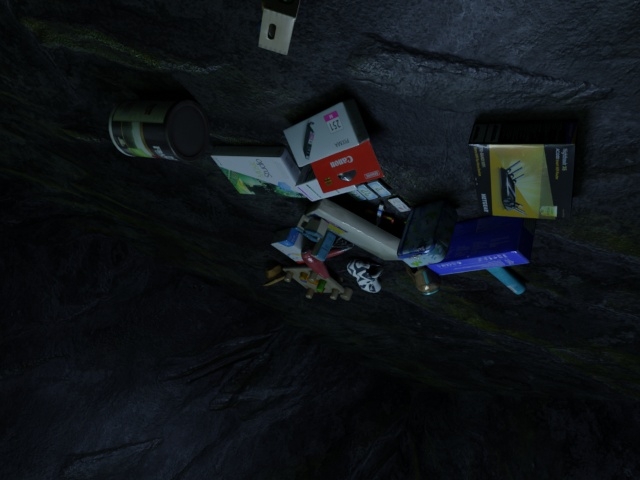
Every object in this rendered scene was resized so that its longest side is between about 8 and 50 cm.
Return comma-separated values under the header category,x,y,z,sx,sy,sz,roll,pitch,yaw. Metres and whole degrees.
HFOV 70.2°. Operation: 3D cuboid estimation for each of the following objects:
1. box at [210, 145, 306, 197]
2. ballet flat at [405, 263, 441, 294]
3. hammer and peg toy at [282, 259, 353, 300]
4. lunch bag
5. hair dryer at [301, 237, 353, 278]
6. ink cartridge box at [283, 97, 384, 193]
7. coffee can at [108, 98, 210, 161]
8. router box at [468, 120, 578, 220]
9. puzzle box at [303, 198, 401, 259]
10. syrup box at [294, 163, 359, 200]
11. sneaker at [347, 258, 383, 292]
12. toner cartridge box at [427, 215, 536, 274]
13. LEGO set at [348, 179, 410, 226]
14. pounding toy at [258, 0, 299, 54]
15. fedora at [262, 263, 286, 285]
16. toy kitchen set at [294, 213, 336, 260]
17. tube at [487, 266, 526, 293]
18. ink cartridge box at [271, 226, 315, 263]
category,x,y,z,sx,sy,sz,roll,pitch,yaw
box,-0.225,-0.258,1.714,0.321,0.059,0.232,8,151,30
ballet flat,0.380,0.094,1.753,0.116,0.342,0.124,-22,103,10
hammer and peg toy,-0.008,0.235,2.410,0.265,0.128,0.361,-4,144,43
lunch bag,0.350,-0.022,1.516,0.090,0.219,0.176,36,152,-24
hair dryer,0.020,0.071,2.039,0.223,0.080,0.294,18,137,9
ink cartridge box,0.033,-0.265,1.367,0.275,0.060,0.239,-10,108,48
coffee can,-0.553,-0.383,1.571,0.275,0.202,0.202,10,152,26
router box,0.542,-0.179,1.217,0.242,0.081,0.309,6,150,30
puzzle box,0.143,-0.036,1.768,0.408,0.052,0.272,28,172,-12
syrup box,0.028,-0.215,1.549,0.236,0.093,0.096,-8,141,47
sneaker,0.246,0.172,2.120,0.153,0.094,0.235,4,140,51
toner cartridge box,0.522,0.010,1.504,0.075,0.165,0.347,35,152,-25
LEGO set,0.216,-0.115,1.639,0.244,0.060,0.182,37,155,-28
pounding toy,-0.100,-0.529,1.025,0.100,0.130,0.141,13,156,-9
fedora,-0.248,0.183,2.510,0.194,0.194,0.079,-19,96,55
toy kitchen set,0.000,0.000,1.808,0.207,0.122,0.166,33,170,-39
tube,0.694,0.129,1.736,0.207,0.052,0.080,36,147,-16
ink cartridge box,-0.101,0.038,2.163,0.231,0.078,0.134,37,151,-28
